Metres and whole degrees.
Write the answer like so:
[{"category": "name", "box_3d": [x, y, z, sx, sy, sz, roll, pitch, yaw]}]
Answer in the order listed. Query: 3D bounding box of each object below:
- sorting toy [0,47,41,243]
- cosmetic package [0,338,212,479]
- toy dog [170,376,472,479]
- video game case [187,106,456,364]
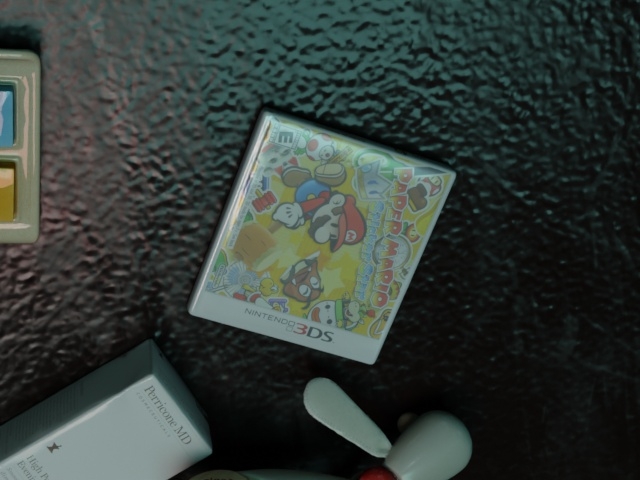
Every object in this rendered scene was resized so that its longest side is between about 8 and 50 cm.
[{"category": "sorting toy", "box_3d": [-0.357, -0.082, 1.362, 0.193, 0.038, 0.208, 1, 120, -10]}, {"category": "cosmetic package", "box_3d": [-0.237, 0.213, 1.498, 0.231, 0.085, 0.117, -31, 115, 6]}, {"category": "toy dog", "box_3d": [-0.022, 0.254, 1.525, 0.333, 0.161, 0.220, -3, 119, -34]}, {"category": "video game case", "box_3d": [0.000, 0.000, 1.476, 0.206, 0.026, 0.227, 17, 109, -16]}]
